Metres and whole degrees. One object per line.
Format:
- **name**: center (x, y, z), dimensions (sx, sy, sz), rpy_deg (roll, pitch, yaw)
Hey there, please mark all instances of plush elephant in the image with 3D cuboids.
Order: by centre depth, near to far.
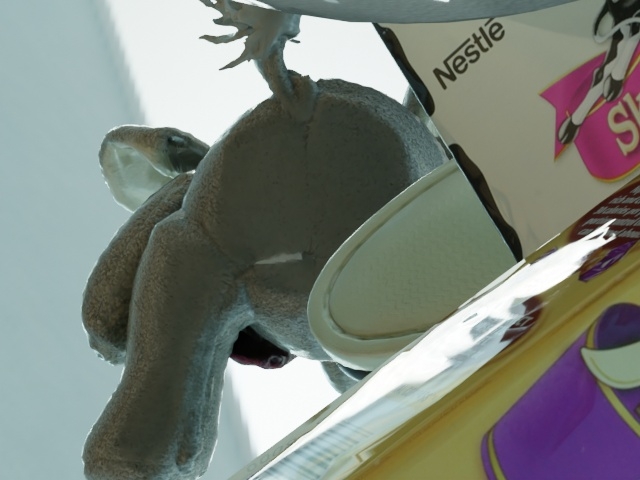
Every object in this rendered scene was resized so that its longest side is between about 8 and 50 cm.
- **plush elephant**: center (0.000, 0.000, 1.175), dimensions (0.272, 0.255, 0.330), rpy_deg (-8, -95, 7)

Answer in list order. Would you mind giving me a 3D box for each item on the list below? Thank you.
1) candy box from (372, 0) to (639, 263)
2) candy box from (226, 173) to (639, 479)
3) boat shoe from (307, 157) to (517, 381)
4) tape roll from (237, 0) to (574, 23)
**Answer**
- **candy box**: center (0.132, -0.017, 0.482), dimensions (0.159, 0.071, 0.233), rpy_deg (-41, -111, 30)
- **candy box**: center (0.069, 0.048, 0.341), dimensions (0.109, 0.186, 0.053), rpy_deg (56, -13, -11)
- **boat shoe**: center (0.161, -0.005, 0.835), dimensions (0.127, 0.340, 0.113), rpy_deg (46, -18, 51)
- **tape roll**: center (0.019, -0.244, 0.430), dimensions (0.392, 0.072, 0.392), rpy_deg (-3, -95, 30)
